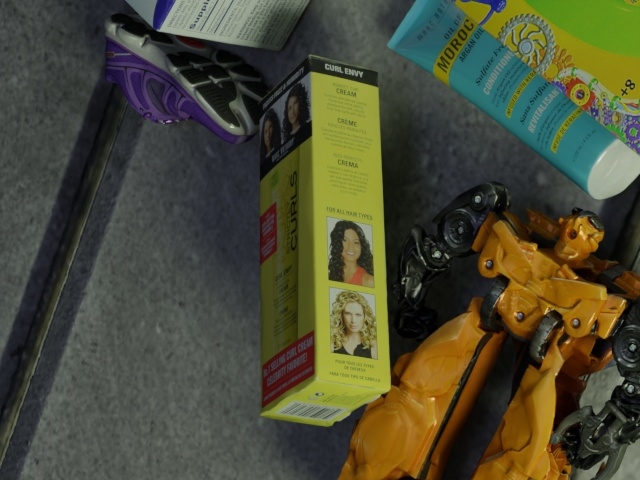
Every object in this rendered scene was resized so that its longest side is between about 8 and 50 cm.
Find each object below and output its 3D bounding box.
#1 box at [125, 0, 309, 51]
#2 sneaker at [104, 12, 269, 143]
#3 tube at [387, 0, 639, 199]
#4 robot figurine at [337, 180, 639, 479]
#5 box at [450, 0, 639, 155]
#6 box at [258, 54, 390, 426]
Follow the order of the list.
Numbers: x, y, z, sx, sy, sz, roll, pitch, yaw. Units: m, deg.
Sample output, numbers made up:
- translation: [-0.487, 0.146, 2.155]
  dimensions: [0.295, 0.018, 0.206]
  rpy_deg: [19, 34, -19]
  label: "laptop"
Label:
- translation: [-0.060, -0.206, 1.317]
  dimensions: [0.072, 0.137, 0.126]
  rpy_deg: [43, 113, 29]
  label: "box"
- translation: [-0.100, -0.110, 1.403]
  dimensions: [0.170, 0.068, 0.071]
  rpy_deg: [36, 125, 40]
  label: "sneaker"
- translation: [0.128, -0.106, 1.238]
  dimensions: [0.080, 0.052, 0.207]
  rpy_deg: [-53, 54, 12]
  label: "tube"
- translation: [0.114, 0.108, 1.216]
  dimensions: [0.211, 0.085, 0.291]
  rpy_deg: [36, 110, 31]
  label: "robot figurine"
- translation: [0.213, -0.233, 1.095]
  dimensions: [0.279, 0.177, 0.290]
  rpy_deg: [43, 113, 28]
  label: "box"
- translation: [0.000, 0.000, 1.264]
  dimensions: [0.087, 0.058, 0.232]
  rpy_deg: [-36, 50, 54]
  label: "box"
